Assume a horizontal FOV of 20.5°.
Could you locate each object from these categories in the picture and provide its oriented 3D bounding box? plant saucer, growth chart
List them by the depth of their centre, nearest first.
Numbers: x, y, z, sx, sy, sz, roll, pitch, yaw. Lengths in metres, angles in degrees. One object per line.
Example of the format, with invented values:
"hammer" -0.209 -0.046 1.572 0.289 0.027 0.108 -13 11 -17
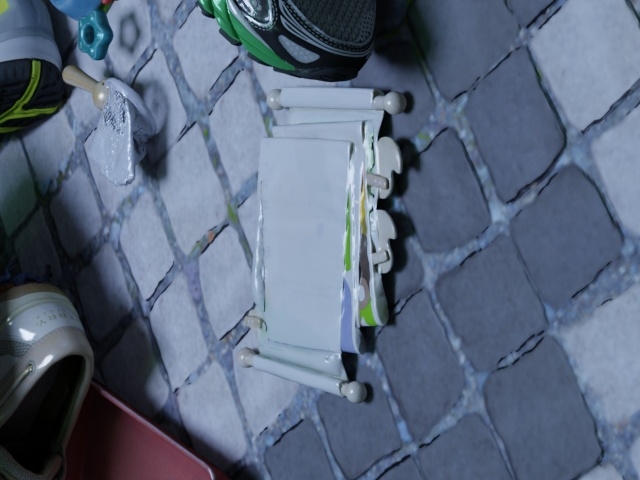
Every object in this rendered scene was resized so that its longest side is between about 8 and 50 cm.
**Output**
"growth chart" 0.000 0.000 1.273 0.172 0.021 0.237 20 109 49
"plant saucer" -0.158 0.257 1.476 0.259 0.047 0.258 27 114 49

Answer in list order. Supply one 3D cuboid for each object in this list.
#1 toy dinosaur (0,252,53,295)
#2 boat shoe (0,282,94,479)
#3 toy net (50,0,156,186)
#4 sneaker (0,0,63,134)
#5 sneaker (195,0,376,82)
"toy dinosaur" -0.283 0.039 1.599 0.082 0.090 0.047 -5 102 9
"boat shoe" -0.267 0.183 1.490 0.098 0.109 0.302 48 123 40
"toy net" -0.170 -0.158 1.464 0.122 0.045 0.232 -37 66 45
"sneaker" -0.396 -0.153 1.641 0.384 0.145 0.147 -13 71 26
"sneaker" -0.023 -0.271 1.191 0.146 0.134 0.344 -24 75 48
